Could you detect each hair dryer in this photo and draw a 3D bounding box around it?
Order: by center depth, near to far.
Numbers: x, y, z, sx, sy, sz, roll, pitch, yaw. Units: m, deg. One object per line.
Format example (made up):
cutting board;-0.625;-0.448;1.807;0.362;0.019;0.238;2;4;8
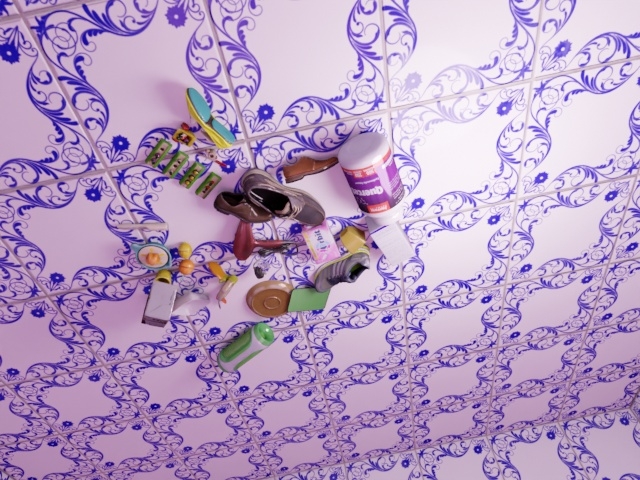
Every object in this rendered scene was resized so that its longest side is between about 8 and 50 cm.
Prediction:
hair dryer;-0.245;0.008;1.812;0.223;0.080;0.293;-37;132;2

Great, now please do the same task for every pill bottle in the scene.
pill bottle;0.195;-0.210;1.611;0.181;0.182;0.323;-22;128;9

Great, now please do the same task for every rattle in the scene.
rattle;-0.442;0.196;1.922;0.142;0.130;0.200;24;149;-12

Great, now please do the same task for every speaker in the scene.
speaker;-0.360;0.514;2.149;0.296;0.131;0.131;-39;124;21

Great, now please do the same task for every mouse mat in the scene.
mouse mat;-0.053;0.269;2.051;0.189;0.007;0.153;0;129;-21

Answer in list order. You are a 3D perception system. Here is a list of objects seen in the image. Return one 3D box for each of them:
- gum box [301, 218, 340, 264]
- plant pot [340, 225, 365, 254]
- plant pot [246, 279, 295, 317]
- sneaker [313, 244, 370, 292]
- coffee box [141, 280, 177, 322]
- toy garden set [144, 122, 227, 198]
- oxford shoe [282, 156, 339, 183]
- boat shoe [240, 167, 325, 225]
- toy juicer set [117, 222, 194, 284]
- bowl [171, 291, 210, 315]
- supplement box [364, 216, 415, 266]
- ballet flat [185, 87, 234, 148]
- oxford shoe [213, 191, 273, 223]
gum box;0.000;0.000;1.828;0.107;0.062;0.188;-19;129;7
plant pot;0.125;-0.011;1.830;0.083;0.081;0.081;37;116;-19
plant pot;-0.218;0.274;2.038;0.236;0.032;0.236;-4;129;-6
sneaker;0.090;0.138;1.914;0.300;0.121;0.111;-40;123;22
coffee box;-0.657;0.265;1.828;0.098;0.141;0.246;16;156;-19
toy garden set;-0.448;-0.268;1.558;0.244;0.049;0.204;33;117;-29
oxford shoe;-0.033;-0.270;1.608;0.212;0.076;0.076;-18;90;-7
boat shoe;-0.136;-0.129;1.661;0.355;0.130;0.132;24;122;-25
toy juicer set;-0.620;0.048;1.763;0.209;0.090;0.329;-17;128;6
bowl;-0.564;0.268;1.943;0.142;0.053;0.142;-30;159;13
supplement box;0.283;-0.017;1.824;0.113;0.111;0.220;-29;126;15
ballet flat;-0.376;-0.385;1.464;0.077;0.077;0.231;-17;133;27
oxford shoe;-0.274;-0.123;1.662;0.227;0.083;0.096;13;150;-20
